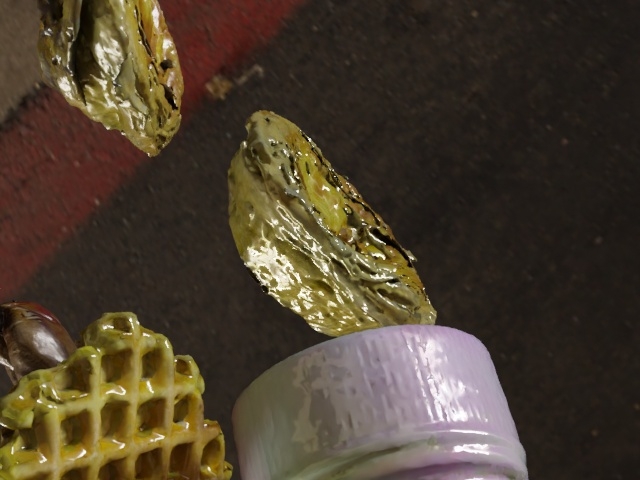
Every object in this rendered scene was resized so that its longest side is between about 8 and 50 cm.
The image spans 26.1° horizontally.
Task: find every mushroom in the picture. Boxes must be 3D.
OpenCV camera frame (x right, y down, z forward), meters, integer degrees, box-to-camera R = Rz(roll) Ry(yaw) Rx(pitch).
[{"bbox_3d":[-0.276,0.103,1.307,0.080,0.135,0.170,-38,110,-17],"label":"mushroom"}]

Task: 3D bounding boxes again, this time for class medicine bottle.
[{"bbox_3d":[0.073,0.267,0.900,0.219,0.388,0.219,-12,149,-7],"label":"medicine bottle"}]

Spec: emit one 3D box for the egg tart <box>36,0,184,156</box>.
[{"bbox_3d":[-0.220,-0.218,1.368,0.132,0.297,0.297,-8,126,1],"label":"egg tart"}]

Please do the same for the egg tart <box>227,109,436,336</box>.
[{"bbox_3d":[0.000,0.000,1.175,0.098,0.232,0.252,-37,151,15],"label":"egg tart"}]

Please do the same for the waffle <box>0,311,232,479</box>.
[{"bbox_3d":[-0.152,0.185,0.957,0.254,0.052,0.245,-56,137,-35],"label":"waffle"}]
